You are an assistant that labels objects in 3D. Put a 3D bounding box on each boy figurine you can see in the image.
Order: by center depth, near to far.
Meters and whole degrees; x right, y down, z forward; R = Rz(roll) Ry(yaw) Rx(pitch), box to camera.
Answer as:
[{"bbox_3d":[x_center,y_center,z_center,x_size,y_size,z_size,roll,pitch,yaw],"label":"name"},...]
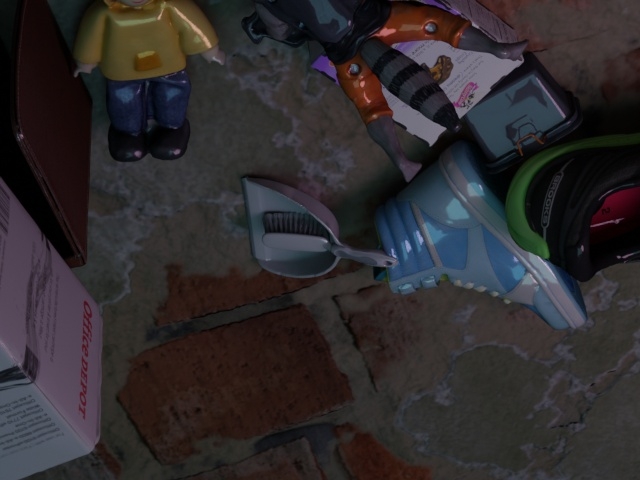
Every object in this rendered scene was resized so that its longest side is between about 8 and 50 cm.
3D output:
[{"bbox_3d":[-0.198,-0.225,2.047,0.177,0.092,0.285,0,134,-3],"label":"boy figurine"}]

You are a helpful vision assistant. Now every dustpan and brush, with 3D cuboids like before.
[{"bbox_3d":[0.000,0.000,2.236,0.211,0.060,0.147,6,132,14],"label":"dustpan and brush"}]

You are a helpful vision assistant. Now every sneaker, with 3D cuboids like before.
[{"bbox_3d":[0.466,-0.072,2.142,0.483,0.202,0.185,-26,129,-5],"label":"sneaker"},{"bbox_3d":[0.190,0.032,2.289,0.208,0.127,0.319,-32,117,18],"label":"sneaker"}]

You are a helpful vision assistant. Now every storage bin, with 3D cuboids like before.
[{"bbox_3d":[0.235,-0.156,2.156,0.135,0.098,0.091,-30,117,19],"label":"storage bin"}]

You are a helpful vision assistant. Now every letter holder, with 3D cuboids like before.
[{"bbox_3d":[-0.360,-0.128,1.971,0.152,0.302,0.214,-14,130,6],"label":"letter holder"}]

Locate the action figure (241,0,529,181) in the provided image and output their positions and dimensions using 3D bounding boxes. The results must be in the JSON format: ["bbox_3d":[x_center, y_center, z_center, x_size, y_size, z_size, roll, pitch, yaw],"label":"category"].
[{"bbox_3d":[0.063,-0.273,1.911,0.330,0.178,0.341,41,117,-2],"label":"action figure"}]

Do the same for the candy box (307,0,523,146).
[{"bbox_3d":[0.111,-0.227,2.090,0.196,0.070,0.165,32,120,-28],"label":"candy box"}]

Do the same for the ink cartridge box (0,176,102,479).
[{"bbox_3d":[-0.350,0.063,1.788,0.129,0.223,0.307,-22,129,13],"label":"ink cartridge box"}]
